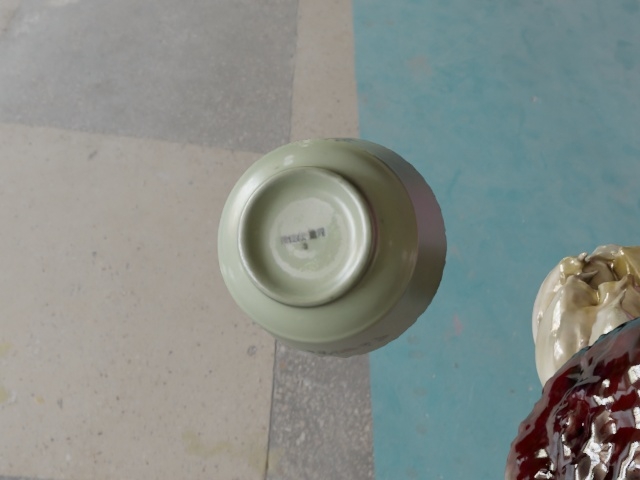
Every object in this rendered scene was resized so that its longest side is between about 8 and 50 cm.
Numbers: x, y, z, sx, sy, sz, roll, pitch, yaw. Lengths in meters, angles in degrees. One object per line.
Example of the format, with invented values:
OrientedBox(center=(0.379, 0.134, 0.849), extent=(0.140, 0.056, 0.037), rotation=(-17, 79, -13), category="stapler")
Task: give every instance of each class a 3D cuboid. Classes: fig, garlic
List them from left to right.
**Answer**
OrientedBox(center=(0.315, 0.107, 0.741), extent=(0.203, 0.184, 0.281), rotation=(57, 46, -14), category="garlic")
OrientedBox(center=(0.249, 0.156, 0.414), extent=(0.262, 0.224, 0.224), rotation=(2, 46, 15), category="fig")

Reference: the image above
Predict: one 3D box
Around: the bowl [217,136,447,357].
OrientedBox(center=(0.000, 0.000, 0.590), extent=(0.211, 0.112, 0.212), rotation=(-2, 83, 15), category="bowl")
